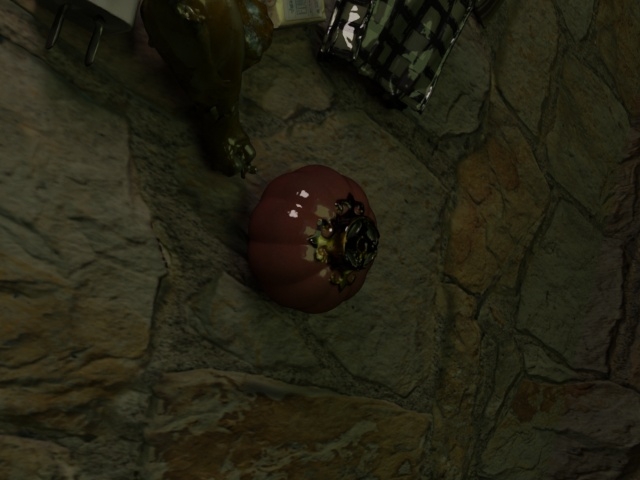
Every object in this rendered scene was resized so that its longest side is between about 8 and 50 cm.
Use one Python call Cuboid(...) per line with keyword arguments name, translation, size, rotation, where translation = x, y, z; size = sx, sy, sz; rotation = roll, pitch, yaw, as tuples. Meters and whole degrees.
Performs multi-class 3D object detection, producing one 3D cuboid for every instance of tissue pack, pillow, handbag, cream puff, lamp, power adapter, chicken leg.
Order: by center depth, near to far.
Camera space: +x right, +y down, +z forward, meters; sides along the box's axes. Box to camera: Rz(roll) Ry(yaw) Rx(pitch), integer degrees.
Cuboid(name="power adapter", translation=(-0.354, -0.372, 0.993), size=(0.130, 0.125, 0.205), rotation=(23, 81, -45))
Cuboid(name="chicken leg", translation=(-0.190, -0.273, 1.124), size=(0.152, 0.201, 0.430), rotation=(-31, 136, -21))
Cuboid(name="cream puff", translation=(-0.160, -0.389, 1.207), size=(0.146, 0.116, 0.146), rotation=(25, 53, -39))
Cuboid(name="tissue pack", translation=(-0.076, -0.516, 1.278), size=(0.148, 0.092, 0.197), rotation=(-24, 111, -41))
Cuboid(name="lamp", translation=(0.000, 0.000, 1.320), size=(0.305, 0.239, 0.306), rotation=(-7, 100, -44))
Cuboid(name="handbag", translation=(0.174, -0.495, 1.488), size=(0.325, 0.162, 0.327), rotation=(23, 85, -42))
Cuboid(name="pillow", translation=(0.465, -0.742, 1.818), size=(0.208, 0.052, 0.212), rotation=(-54, 127, -22))
